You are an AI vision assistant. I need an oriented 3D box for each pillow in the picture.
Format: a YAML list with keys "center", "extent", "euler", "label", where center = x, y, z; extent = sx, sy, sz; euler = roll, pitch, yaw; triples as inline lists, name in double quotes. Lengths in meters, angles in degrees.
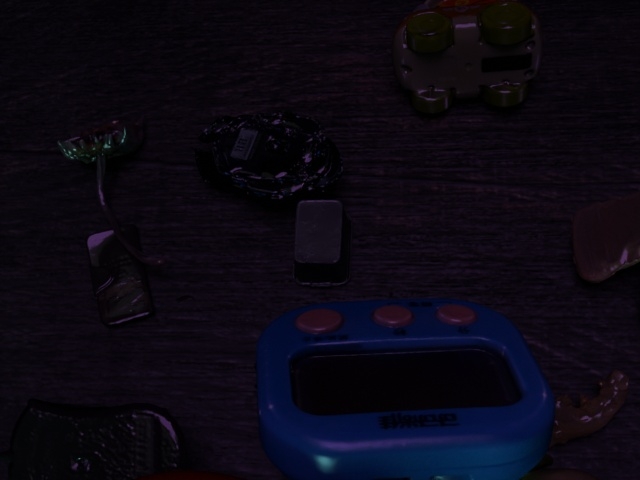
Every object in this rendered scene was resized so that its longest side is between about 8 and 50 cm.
- center: [0.435, -0.022, 1.218]
  extent: [0.211, 0.034, 0.135]
  euler: [-22, 48, 31]
  label: "pillow"

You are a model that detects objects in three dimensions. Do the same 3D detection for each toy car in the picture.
- center: [0.220, -0.319, 1.399]
  extent: [0.235, 0.145, 0.235]
  euler: [-5, 44, 5]
  label: "toy car"

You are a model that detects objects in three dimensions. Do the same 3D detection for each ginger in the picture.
- center: [0.319, 0.222, 1.166]
  extent: [0.173, 0.051, 0.069]
  euler: [-15, 69, -6]
  label: "ginger"

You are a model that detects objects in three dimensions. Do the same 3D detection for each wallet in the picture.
- center: [-0.296, 0.051, 1.331]
  extent: [0.082, 0.018, 0.157]
  euler: [-14, 64, -4]
  label: "wallet"

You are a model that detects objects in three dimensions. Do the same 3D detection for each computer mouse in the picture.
- center: [-0.077, -0.117, 1.353]
  extent: [0.241, 0.077, 0.146]
  euler: [15, 67, 17]
  label: "computer mouse"
- center: [-0.294, 0.282, 1.184]
  extent: [0.264, 0.088, 0.147]
  euler: [2, 81, 7]
  label: "computer mouse"

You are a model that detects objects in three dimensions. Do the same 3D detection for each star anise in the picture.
- center: [-0.299, -0.074, 1.380]
  extent: [0.148, 0.218, 0.227]
  euler: [-14, 97, -35]
  label: "star anise"

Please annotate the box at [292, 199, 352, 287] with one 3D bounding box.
- center: [0.000, 0.000, 1.293]
  extent: [0.084, 0.069, 0.122]
  euler: [-1, 65, 7]
  label: "box"

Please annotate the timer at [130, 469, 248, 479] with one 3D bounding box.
- center: [-0.144, 0.443, 0.984]
  extent: [0.378, 0.279, 0.378]
  euler: [-1, 67, 3]
  label: "timer"

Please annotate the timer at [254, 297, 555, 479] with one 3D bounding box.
- center: [0.091, 0.181, 1.090]
  extent: [0.340, 0.115, 0.309]
  euler: [-2, 25, -5]
  label: "timer"

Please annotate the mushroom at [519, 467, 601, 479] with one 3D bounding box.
- center: [0.248, 0.452, 1.008]
  extent: [0.137, 0.154, 0.407]
  euler: [-19, 49, 48]
  label: "mushroom"

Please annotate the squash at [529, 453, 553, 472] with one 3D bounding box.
- center: [0.122, 0.310, 1.104]
  extent: [0.288, 0.111, 0.203]
  euler: [14, 69, 14]
  label: "squash"
